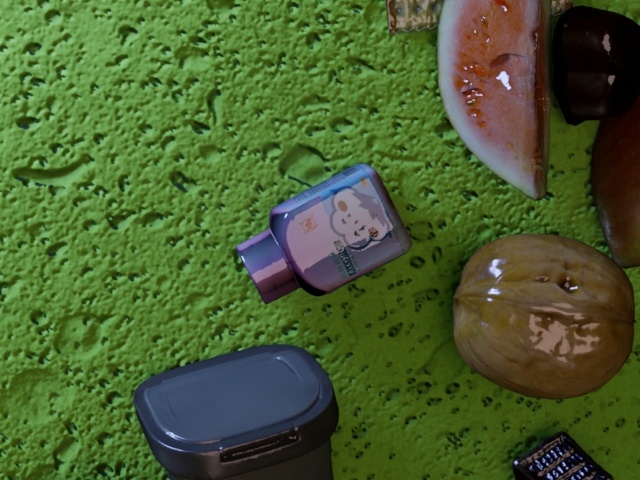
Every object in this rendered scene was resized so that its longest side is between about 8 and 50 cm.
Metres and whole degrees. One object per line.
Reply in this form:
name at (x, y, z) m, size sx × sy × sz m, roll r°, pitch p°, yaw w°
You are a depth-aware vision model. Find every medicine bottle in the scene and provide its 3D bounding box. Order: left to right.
medicine bottle at (0.000, 0.000, 1.616) m, size 0.188 × 0.094 × 0.119 m, roll -28°, pitch 101°, yaw -3°

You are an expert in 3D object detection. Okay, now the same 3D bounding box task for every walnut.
walnut at (0.264, 0.089, 1.619) m, size 0.221 × 0.195 × 0.195 m, roll 15°, pitch 95°, yaw -8°

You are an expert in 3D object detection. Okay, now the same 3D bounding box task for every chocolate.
chocolate at (0.347, -0.206, 1.622) m, size 0.125 × 0.080 × 0.149 m, roll -19°, pitch 115°, yaw -32°

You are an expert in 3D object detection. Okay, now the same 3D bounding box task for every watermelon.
watermelon at (0.236, -0.217, 1.605) m, size 0.128 × 0.159 × 0.304 m, roll -19°, pitch 116°, yaw -35°

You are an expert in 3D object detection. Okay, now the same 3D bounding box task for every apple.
apple at (0.482, -0.113, 1.650) m, size 0.346 × 0.254 × 0.179 m, roll -33°, pitch 140°, yaw -2°

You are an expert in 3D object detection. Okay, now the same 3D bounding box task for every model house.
model house at (0.291, 0.330, 1.691) m, size 0.165 × 0.106 × 0.152 m, roll -35°, pitch 102°, yaw -6°

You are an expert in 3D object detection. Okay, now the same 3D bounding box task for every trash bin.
trash bin at (-0.082, 0.284, 1.589) m, size 0.219 × 0.219 × 0.250 m, roll -13°, pitch 106°, yaw -12°

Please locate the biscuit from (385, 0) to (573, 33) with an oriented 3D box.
biscuit at (0.187, -0.328, 1.637) m, size 0.231 × 0.016 × 0.139 m, roll -8°, pitch 99°, yaw -7°
